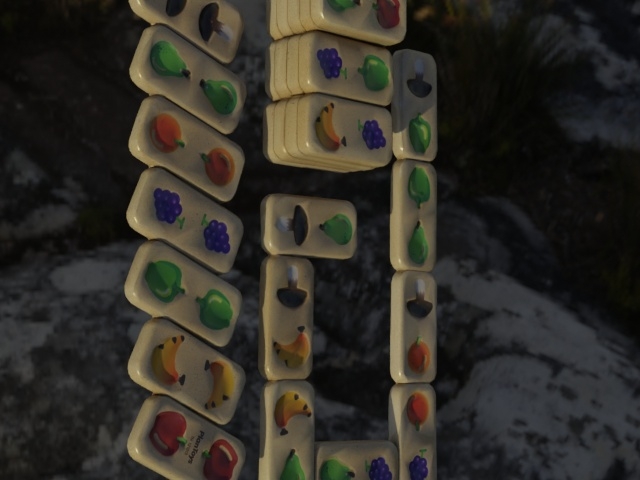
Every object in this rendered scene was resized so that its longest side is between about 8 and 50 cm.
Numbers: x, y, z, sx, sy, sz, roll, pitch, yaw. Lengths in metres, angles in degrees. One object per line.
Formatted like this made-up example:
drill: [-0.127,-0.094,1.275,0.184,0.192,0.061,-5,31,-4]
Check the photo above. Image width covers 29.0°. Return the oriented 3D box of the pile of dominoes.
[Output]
pile of dominoes: [0.000,0.000,0.576,0.196,0.040,0.251,6,82,-44]
